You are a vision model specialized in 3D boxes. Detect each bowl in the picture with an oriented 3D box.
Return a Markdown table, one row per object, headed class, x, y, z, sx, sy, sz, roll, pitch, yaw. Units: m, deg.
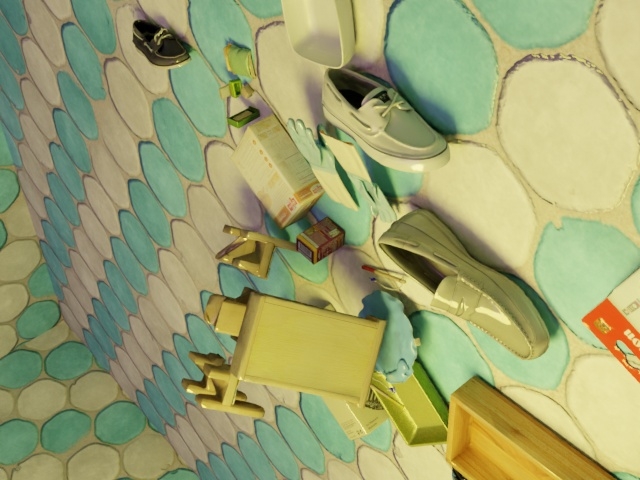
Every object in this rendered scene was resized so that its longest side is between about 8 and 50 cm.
| class | x | y | z | sx | sy | sz | roll | pitch | yaw |
| --- | --- | --- | --- | --- | --- | --- | --- | --- | --- |
| bowl | 0.002 | -0.353 | 1.342 | 0.142 | 0.053 | 0.142 | 28 | 139 | 42 |

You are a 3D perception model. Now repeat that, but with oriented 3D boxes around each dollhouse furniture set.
| class | x | y | z | sx | sy | sz | roll | pitch | yaw |
| --- | --- | --- | --- | --- | --- | --- | --- | --- | --- |
| dollhouse furniture set | -0.166 | -0.301 | 1.653 | 0.076 | 0.058 | 0.152 | 29 | 140 | 42 |
| dollhouse furniture set | -0.078 | 0.184 | 1.710 | 0.394 | 0.256 | 0.362 | 11 | 86 | 69 |

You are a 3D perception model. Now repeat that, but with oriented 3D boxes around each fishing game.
| class | x | y | z | sx | sy | sz | roll | pitch | yaw |
| --- | --- | --- | --- | --- | --- | --- | --- | --- | --- |
| fishing game | 0.134 | 0.183 | 1.630 | 0.189 | 0.041 | 0.264 | 18 | 114 | 57 |

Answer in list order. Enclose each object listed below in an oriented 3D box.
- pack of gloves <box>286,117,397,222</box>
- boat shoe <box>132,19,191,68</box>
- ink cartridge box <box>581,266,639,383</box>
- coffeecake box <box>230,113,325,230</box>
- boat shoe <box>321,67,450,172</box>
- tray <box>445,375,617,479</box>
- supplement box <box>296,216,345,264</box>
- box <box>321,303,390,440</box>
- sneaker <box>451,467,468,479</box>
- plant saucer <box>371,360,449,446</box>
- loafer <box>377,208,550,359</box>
| class | x | y | z | sx | sy | sz | roll | pitch | yaw |
| --- | --- | --- | --- | --- | --- | --- | --- | --- | --- |
| pack of gloves | 0.046 | -0.130 | 1.480 | 0.195 | 0.046 | 0.232 | 27 | 160 | 42 |
| boat shoe | -0.346 | -0.420 | 1.809 | 0.206 | 0.075 | 0.065 | 35 | 147 | 44 |
| ink cartridge box | 0.448 | 0.137 | 1.112 | 0.189 | 0.066 | 0.232 | 50 | 147 | 15 |
| coffeecake box | -0.086 | -0.132 | 1.681 | 0.185 | 0.068 | 0.142 | 55 | 152 | 6 |
| boat shoe | 0.095 | -0.196 | 1.313 | 0.267 | 0.096 | 0.088 | 44 | 154 | 41 |
| tray | 0.395 | 0.427 | 1.460 | 0.411 | 0.076 | 0.203 | 35 | 144 | 36 |
| supplement box | 0.000 | 0.000 | 1.657 | 0.055 | 0.083 | 0.043 | 40 | 147 | 31 |
| box | 0.044 | 0.286 | 1.841 | 0.275 | 0.113 | 0.094 | 55 | 151 | 5 |
| sneaker | 0.314 | 0.484 | 1.659 | 0.152 | 0.058 | 0.085 | 40 | 156 | 43 |
| plant saucer | 0.188 | 0.322 | 1.715 | 0.188 | 0.045 | 0.188 | 58 | 151 | 1 |
| loafer | 0.222 | 0.080 | 1.352 | 0.319 | 0.111 | 0.112 | 43 | 148 | 27 |
